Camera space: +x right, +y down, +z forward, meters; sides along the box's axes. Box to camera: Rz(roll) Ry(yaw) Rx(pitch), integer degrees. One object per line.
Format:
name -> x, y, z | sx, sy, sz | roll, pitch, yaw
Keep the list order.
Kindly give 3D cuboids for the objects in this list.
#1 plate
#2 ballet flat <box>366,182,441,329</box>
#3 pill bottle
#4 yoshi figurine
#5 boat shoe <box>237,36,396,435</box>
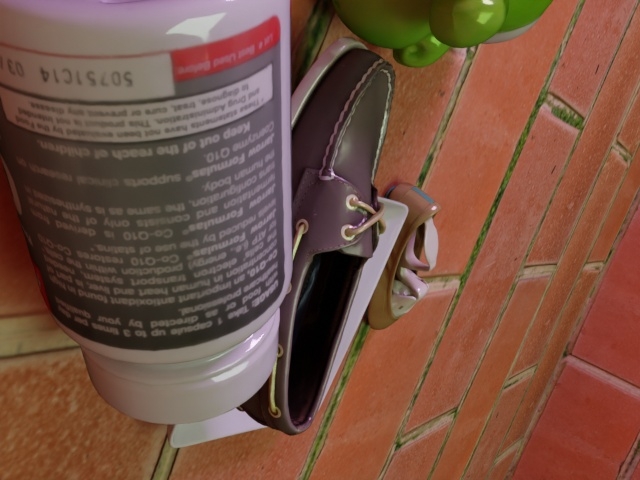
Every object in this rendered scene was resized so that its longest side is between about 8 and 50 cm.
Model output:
plate -> -0.030, 0.065, 0.752 | 0.277, 0.045, 0.277 | 11, 104, -61
ballet flat -> 0.105, 0.038, 0.923 | 0.080, 0.073, 0.232 | -37, 142, -39
pill bottle -> -0.097, -0.030, 0.439 | 0.161, 0.161, 0.283 | -38, 143, -39
yoshi figurine -> 0.125, -0.261, 0.661 | 0.203, 0.203, 0.362 | -33, -171, 36
boat shoe -> 0.000, 0.000, 0.600 | 0.117, 0.097, 0.324 | 9, 104, -59
